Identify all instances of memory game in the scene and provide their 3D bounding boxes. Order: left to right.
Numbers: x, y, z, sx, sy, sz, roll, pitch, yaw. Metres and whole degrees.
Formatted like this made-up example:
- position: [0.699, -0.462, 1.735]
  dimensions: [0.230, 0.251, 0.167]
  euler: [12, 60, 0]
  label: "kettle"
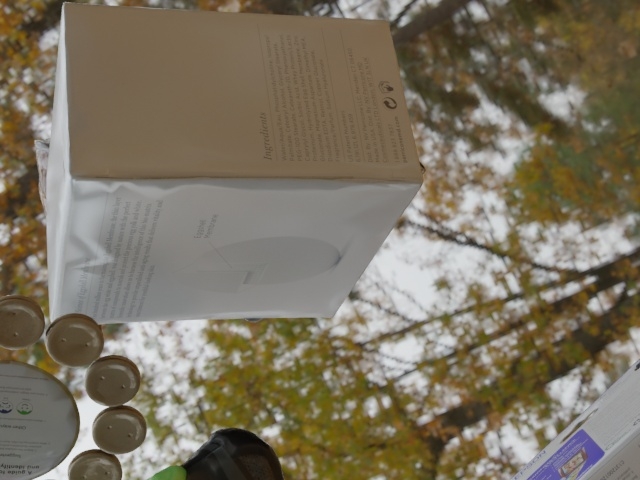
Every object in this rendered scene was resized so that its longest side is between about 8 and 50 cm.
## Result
- position: [-0.206, 0.117, 0.710]
  dimensions: [0.186, 0.186, 0.012]
  euler: [51, -174, -27]
  label: "memory game"

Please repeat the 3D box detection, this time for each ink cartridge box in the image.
- position: [0.291, 0.215, 1.118]
  dimensions: [0.045, 0.206, 0.208]
  euler: [46, -176, 2]
  label: "ink cartridge box"

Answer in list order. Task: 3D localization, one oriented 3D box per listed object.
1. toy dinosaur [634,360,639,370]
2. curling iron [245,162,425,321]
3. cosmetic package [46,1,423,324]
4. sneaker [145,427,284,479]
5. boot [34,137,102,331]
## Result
- position: [0.325, 0.133, 0.984]
  dimensions: [0.082, 0.047, 0.090]
  euler: [40, -129, -32]
  label: "toy dinosaur"
- position: [0.000, 0.000, 1.163]
  dimensions: [0.068, 0.274, 0.035]
  euler: [52, -159, -8]
  label: "curling iron"
- position: [-0.078, -0.044, 0.777]
  dimensions: [0.225, 0.224, 0.138]
  euler: [-1, -117, -18]
  label: "cosmetic package"
- position: [0.044, 0.298, 0.709]
  dimensions: [0.202, 0.185, 0.483]
  euler: [-52, -56, -17]
  label: "sneaker"
- position: [-0.332, 0.005, 1.456]
  dimensions: [0.096, 0.264, 0.280]
  euler: [-6, -90, -25]
  label: "boot"
